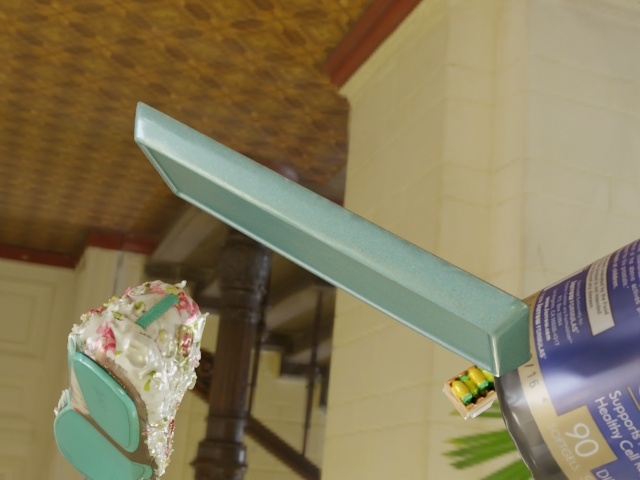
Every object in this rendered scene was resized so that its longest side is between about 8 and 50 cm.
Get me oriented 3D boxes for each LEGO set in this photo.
[{"bbox_3d":[0.263,0.105,0.916,0.287,0.132,0.107,3,174,-14],"label":"LEGO set"}]

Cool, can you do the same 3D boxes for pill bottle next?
[{"bbox_3d":[0.196,0.038,0.428,0.219,0.122,0.123,-33,143,33],"label":"pill bottle"}]

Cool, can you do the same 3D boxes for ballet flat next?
[{"bbox_3d":[-0.112,0.094,0.603,0.091,0.077,0.241,41,150,2],"label":"ballet flat"}]

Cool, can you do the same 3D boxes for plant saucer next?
[{"bbox_3d":[0.000,0.000,0.415,0.192,0.018,0.067,30,165,23],"label":"plant saucer"}]
